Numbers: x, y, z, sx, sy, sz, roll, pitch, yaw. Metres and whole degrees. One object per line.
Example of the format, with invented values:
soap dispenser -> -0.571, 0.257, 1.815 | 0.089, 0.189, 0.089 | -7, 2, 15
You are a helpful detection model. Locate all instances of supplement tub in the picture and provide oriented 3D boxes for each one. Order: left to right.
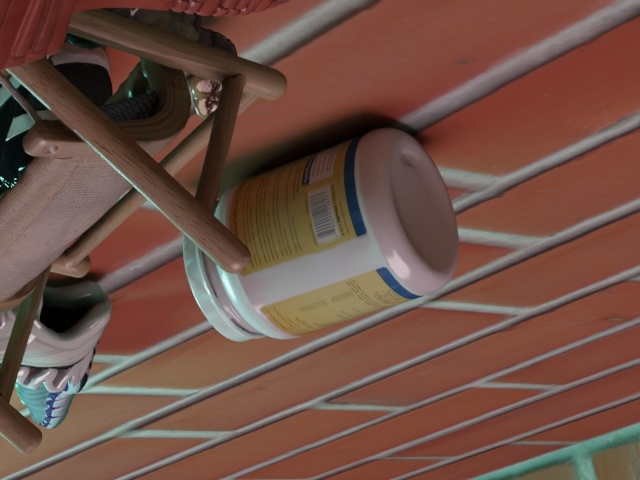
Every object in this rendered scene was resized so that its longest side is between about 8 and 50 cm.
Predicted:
supplement tub -> 0.000, 0.000, 1.464 | 0.199, 0.144, 0.144 | -19, 161, 26

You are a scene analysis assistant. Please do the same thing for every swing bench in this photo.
swing bench -> -0.200, -0.041, 1.021 | 0.254, 0.165, 0.253 | 31, 134, -23

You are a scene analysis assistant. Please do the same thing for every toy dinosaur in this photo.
toy dinosaur -> -0.141, -0.143, 1.094 | 0.118, 0.064, 0.268 | -18, 157, 12

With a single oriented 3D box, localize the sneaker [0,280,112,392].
sneaker -> -0.328, 0.081, 1.625 | 0.292, 0.110, 0.118 | -4, 153, -40

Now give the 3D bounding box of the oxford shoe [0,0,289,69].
oxford shoe -> -0.087, -0.196, 0.866 | 0.397, 0.146, 0.140 | -18, 154, -39

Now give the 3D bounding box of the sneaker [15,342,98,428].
sneaker -> -0.304, 0.135, 1.864 | 0.098, 0.083, 0.224 | 18, 153, -11

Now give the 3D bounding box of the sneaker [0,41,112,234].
sneaker -> -0.208, -0.044, 1.246 | 0.079, 0.121, 0.217 | 1, 159, -29
